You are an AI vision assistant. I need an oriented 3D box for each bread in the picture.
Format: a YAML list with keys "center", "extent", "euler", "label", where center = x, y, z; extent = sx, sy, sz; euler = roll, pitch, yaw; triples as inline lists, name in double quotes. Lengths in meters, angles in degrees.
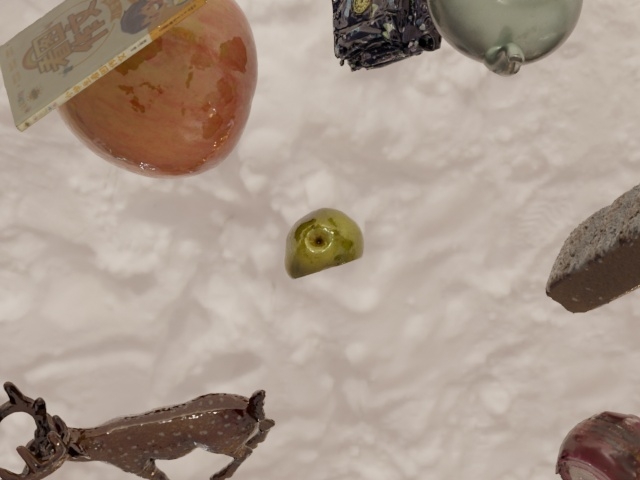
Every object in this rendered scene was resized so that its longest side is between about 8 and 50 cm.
- center: [0.508, -0.022, 1.459]
  extent: [0.113, 0.165, 0.416]
  euler: [40, 149, -3]
  label: "bread"

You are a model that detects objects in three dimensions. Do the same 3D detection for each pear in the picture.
- center: [0.000, 0.000, 1.577]
  extent: [0.141, 0.104, 0.141]
  euler: [-17, 175, -1]
  label: "pear"

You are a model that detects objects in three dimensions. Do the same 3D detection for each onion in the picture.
- center: [0.437, 0.313, 1.313]
  extent: [0.198, 0.135, 0.173]
  euler: [11, 142, 43]
  label: "onion"

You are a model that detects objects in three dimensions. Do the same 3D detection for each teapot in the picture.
- center: [0.228, -0.310, 1.171]
  extent: [0.193, 0.294, 0.129]
  euler: [8, 157, -2]
  label: "teapot"

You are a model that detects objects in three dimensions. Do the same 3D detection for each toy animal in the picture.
- center: [-0.167, 0.176, 0.879]
  extent: [0.244, 0.087, 0.260]
  euler: [-22, 151, -6]
  label: "toy animal"

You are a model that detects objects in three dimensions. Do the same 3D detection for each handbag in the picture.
- center: [0.105, -0.359, 1.537]
  extent: [0.113, 0.161, 0.260]
  euler: [-1, 179, -31]
  label: "handbag"

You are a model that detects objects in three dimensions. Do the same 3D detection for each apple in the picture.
- center: [-0.291, -0.291, 1.625]
  extent: [0.364, 0.363, 0.363]
  euler: [2, 137, 2]
  label: "apple"

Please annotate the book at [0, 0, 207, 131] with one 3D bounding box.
- center: [-0.300, -0.285, 1.280]
  extent: [0.295, 0.208, 0.020]
  euler: [-34, 136, 4]
  label: "book"
